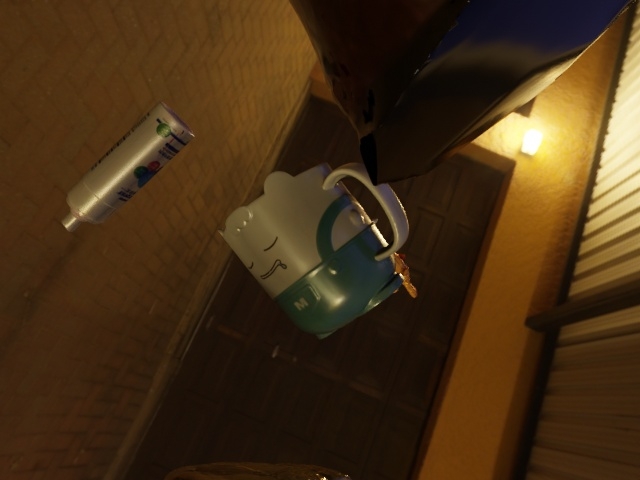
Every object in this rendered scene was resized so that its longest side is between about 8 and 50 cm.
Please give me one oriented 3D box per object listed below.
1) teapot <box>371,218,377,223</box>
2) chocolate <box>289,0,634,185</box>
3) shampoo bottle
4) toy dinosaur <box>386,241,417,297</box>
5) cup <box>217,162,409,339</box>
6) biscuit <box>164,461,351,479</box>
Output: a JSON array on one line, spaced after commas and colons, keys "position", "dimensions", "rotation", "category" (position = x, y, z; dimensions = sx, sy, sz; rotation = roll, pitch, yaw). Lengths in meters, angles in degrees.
[{"position": [0.000, 0.000, 1.639], "dimensions": [0.424, 0.279, 0.252], "rotation": [-32, -163, -7], "category": "teapot"}, {"position": [0.101, -0.299, 0.471], "dimensions": [0.384, 0.331, 0.383], "rotation": [-35, 165, -11], "category": "chocolate"}, {"position": [-0.381, -0.130, 0.917], "dimensions": [0.303, 0.092, 0.092], "rotation": [-43, 179, 2], "category": "shampoo bottle"}, {"position": [0.178, 0.043, 1.316], "dimensions": [0.070, 0.288, 0.117], "rotation": [-38, -170, 24], "category": "toy dinosaur"}, {"position": [0.009, 0.000, 0.793], "dimensions": [0.290, 0.257, 0.219], "rotation": [-39, 178, 37], "category": "cup"}, {"position": [-0.079, 0.311, 0.608], "dimensions": [0.299, 0.154, 0.045], "rotation": [40, 52, -58], "category": "biscuit"}]
